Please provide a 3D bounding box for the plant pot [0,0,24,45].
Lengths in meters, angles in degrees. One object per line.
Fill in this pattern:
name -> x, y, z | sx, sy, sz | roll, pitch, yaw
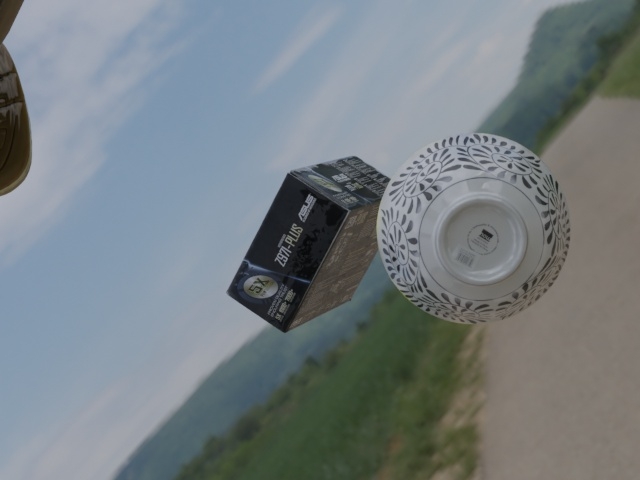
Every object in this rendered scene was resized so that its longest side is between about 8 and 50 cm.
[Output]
plant pot -> -0.324, -0.184, 0.596 | 0.323, 0.280, 0.323 | -34, -23, -17

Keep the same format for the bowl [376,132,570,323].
bowl -> 0.133, -0.005, 1.209 | 0.170, 0.170, 0.080 | -49, 4, 6

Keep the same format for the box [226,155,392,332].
box -> 0.000, 0.000, 1.465 | 0.147, 0.078, 0.180 | -62, -16, 19

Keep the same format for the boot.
boot -> -0.249, -0.097, 0.995 | 0.077, 0.213, 0.165 | -28, -19, -11
